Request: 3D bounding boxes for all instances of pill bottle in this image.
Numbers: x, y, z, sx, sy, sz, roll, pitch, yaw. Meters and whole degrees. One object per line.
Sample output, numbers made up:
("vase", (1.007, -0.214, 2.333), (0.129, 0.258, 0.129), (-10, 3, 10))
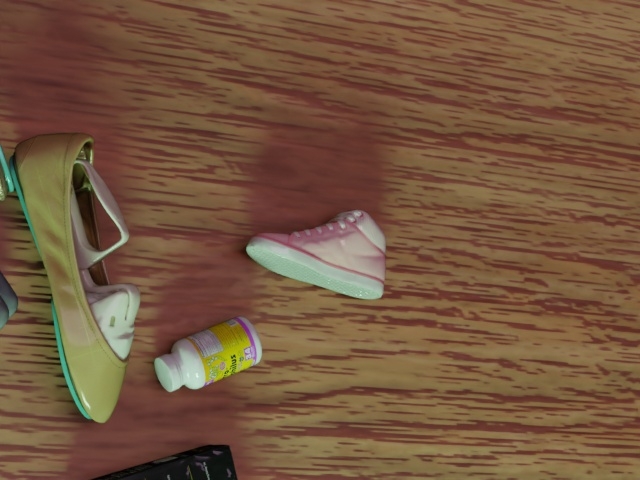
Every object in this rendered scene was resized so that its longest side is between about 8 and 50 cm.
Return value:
("pill bottle", (-0.093, 0.095, 1.308), (0.083, 0.043, 0.043), (-22, 93, -27))

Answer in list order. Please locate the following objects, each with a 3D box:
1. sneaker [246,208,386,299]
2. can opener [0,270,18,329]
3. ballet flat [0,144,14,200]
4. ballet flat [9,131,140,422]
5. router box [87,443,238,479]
("sneaker", (0.000, 0.000, 1.365), (0.134, 0.051, 0.070), (19, 74, -27))
("can opener", (-0.334, -0.040, 1.198), (0.093, 0.074, 0.280), (-35, 100, 9))
("ballet flat", (-0.296, -0.121, 1.223), (0.067, 0.073, 0.206), (-17, 83, -20))
("ballet flat", (-0.180, 0.025, 1.245), (0.073, 0.080, 0.232), (-16, 90, 11))
("router box", (-0.118, 0.265, 1.272), (0.133, 0.046, 0.178), (-13, 89, -27))
